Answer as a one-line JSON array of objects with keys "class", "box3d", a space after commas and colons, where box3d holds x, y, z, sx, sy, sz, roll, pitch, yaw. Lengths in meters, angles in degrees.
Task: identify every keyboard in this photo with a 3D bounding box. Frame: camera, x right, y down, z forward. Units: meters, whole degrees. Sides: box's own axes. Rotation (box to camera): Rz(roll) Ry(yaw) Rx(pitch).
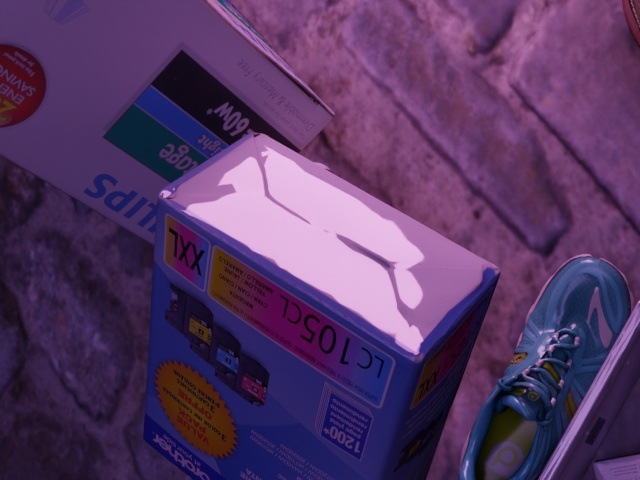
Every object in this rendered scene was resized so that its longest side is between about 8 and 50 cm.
[{"class": "keyboard", "box3d": [0.255, 0.178, 0.887, 0.014, 0.072, 0.256, 30, 91, 39]}]

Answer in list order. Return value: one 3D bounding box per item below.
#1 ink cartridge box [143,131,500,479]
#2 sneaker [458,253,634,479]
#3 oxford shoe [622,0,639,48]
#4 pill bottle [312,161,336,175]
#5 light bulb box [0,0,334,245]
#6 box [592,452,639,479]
[{"class": "ink cartridge box", "box3d": [-0.022, 0.140, 0.880, 0.270, 0.151, 0.395, 31, 135, 23]}, {"class": "sneaker", "box3d": [0.214, 0.141, 0.887, 0.107, 0.110, 0.275, 26, 89, 22]}, {"class": "oxford shoe", "box3d": [0.387, -0.134, 0.857, 0.140, 0.146, 0.397, -29, 72, 12]}, {"class": "pill bottle", "box3d": [0.000, 0.000, 0.987, 0.117, 0.117, 0.215, -44, 69, 7]}, {"class": "light bulb box", "box3d": [-0.232, -0.220, 0.934, 0.225, 0.358, 0.361, -45, 49, 7]}, {"class": "box", "box3d": [0.343, 0.282, 0.853, 0.145, 0.038, 0.186, -14, 76, 17]}]
